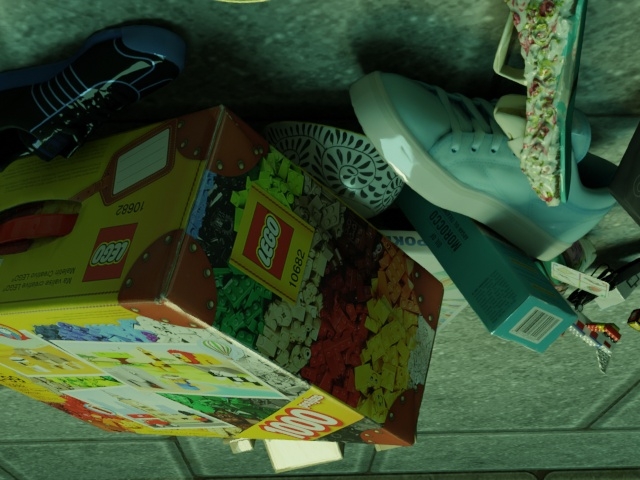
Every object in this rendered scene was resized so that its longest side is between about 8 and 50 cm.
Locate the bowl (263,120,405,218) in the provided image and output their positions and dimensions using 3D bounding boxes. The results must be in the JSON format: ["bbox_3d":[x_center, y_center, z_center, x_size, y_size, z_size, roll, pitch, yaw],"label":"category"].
[{"bbox_3d":[0.011,-0.059,1.061,0.170,0.080,0.170,14,172,2],"label":"bowl"}]

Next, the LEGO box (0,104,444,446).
[{"bbox_3d":[-0.179,0.069,1.093,0.500,0.193,0.372,-7,148,40],"label":"LEGO box"}]

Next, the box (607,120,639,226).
[{"bbox_3d":[0.457,-0.065,0.991,0.270,0.143,0.165,7,121,-18],"label":"box"}]

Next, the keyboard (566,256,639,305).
[{"bbox_3d":[0.395,0.051,1.407,0.192,0.038,0.100,-36,176,29],"label":"keyboard"}]

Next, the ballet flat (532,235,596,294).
[{"bbox_3d":[0.334,0.032,1.381,0.079,0.077,0.221,-19,162,-7],"label":"ballet flat"}]

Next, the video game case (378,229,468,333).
[{"bbox_3d":[0.059,0.067,1.327,0.299,0.036,0.329,2,155,-14],"label":"video game case"}]

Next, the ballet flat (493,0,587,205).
[{"bbox_3d":[0.194,-0.140,0.897,0.077,0.091,0.241,8,128,17],"label":"ballet flat"}]

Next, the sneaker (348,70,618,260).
[{"bbox_3d":[0.183,-0.104,1.017,0.150,0.135,0.366,-42,139,24],"label":"sneaker"}]

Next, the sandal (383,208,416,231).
[{"bbox_3d":[0.163,-0.036,1.253,0.179,0.040,0.067,2,155,28],"label":"sandal"}]

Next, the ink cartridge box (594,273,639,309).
[{"bbox_3d":[0.440,0.063,1.466,0.083,0.028,0.048,-36,180,-37],"label":"ink cartridge box"}]

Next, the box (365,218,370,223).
[{"bbox_3d":[0.000,0.000,1.296,0.136,0.037,0.225,-4,150,6],"label":"box"}]

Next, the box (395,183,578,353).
[{"bbox_3d":[0.171,0.009,1.095,0.100,0.244,0.060,23,116,-44],"label":"box"}]

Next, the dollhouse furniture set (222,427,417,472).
[{"bbox_3d":[-0.008,0.173,1.550,0.303,0.355,0.174,-13,111,11],"label":"dollhouse furniture set"}]

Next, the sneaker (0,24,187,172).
[{"bbox_3d":[-0.225,-0.127,0.944,0.232,0.090,0.081,-14,153,27],"label":"sneaker"}]

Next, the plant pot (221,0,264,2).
[{"bbox_3d":[-0.056,-0.242,0.687,0.134,0.095,0.134,-2,156,-1],"label":"plant pot"}]

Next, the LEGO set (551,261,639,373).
[{"bbox_3d":[0.307,0.086,1.316,0.244,0.060,0.182,23,161,22],"label":"LEGO set"}]
